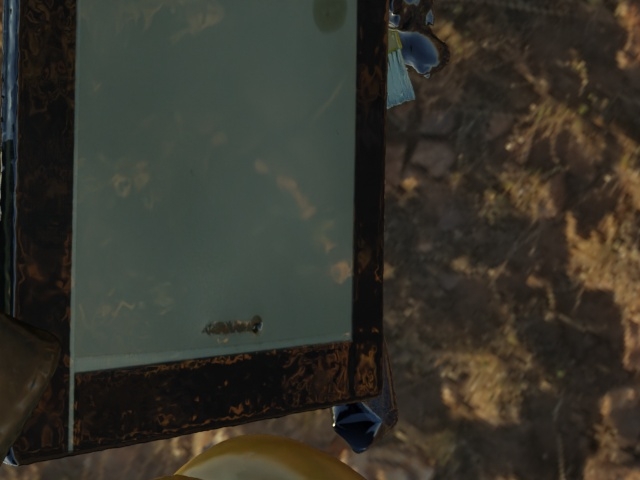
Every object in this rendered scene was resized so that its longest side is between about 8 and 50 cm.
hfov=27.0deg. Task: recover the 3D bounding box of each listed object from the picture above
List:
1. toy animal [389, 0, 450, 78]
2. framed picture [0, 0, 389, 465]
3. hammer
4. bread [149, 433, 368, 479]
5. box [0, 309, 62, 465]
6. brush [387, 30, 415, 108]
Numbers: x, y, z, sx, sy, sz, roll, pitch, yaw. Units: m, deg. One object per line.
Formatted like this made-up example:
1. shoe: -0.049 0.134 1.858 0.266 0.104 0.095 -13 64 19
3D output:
1. toy animal: 0.033 -0.281 1.240 0.106 0.343 0.168 27 92 46
2. framed picture: -0.043 -0.085 0.612 0.016 0.265 0.347 2 93 35
3. hammer: 0.000 0.000 0.875 0.137 0.290 0.037 14 139 -33
4. bread: -0.041 0.278 0.810 0.316 0.270 0.211 64 158 16
5. box: -0.248 0.064 0.482 0.273 0.184 0.143 5 150 50
6. brush: 0.012 -0.195 1.060 0.083 0.011 0.205 -20 81 28
